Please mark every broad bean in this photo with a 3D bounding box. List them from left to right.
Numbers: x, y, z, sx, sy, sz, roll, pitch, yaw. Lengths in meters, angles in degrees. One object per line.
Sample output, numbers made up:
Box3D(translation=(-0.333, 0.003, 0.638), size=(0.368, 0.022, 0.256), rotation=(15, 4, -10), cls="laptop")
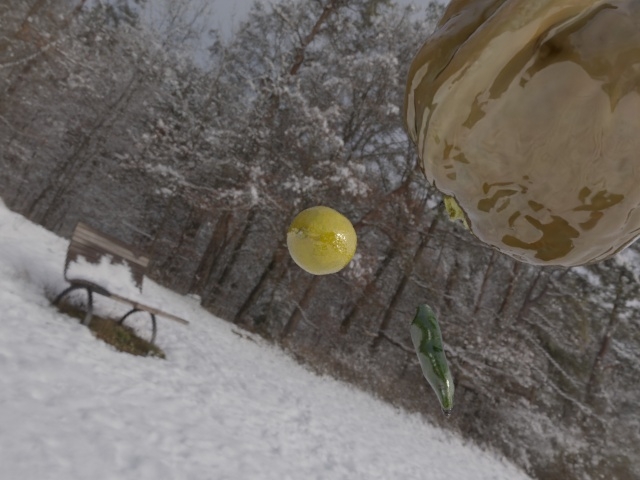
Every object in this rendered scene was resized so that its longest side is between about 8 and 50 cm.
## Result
Box3D(translation=(0.173, 0.173, 0.765), size=(0.046, 0.195, 0.061), rotation=(-8, -40, 1), cls="broad bean")

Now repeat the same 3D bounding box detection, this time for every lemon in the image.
Box3D(translation=(0.000, 0.000, 1.254), size=(0.178, 0.178, 0.203), rotation=(15, -3, 32), cls="lemon")

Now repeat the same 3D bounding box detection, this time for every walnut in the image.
Box3D(translation=(0.221, -0.133, 0.470), size=(0.285, 0.296, 0.285), rotation=(-14, -33, -9), cls="walnut")

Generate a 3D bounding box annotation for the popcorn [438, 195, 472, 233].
Box3D(translation=(0.322, -0.093, 0.857), size=(0.170, 0.189, 0.218), rotation=(5, -28, 47), cls="popcorn")
